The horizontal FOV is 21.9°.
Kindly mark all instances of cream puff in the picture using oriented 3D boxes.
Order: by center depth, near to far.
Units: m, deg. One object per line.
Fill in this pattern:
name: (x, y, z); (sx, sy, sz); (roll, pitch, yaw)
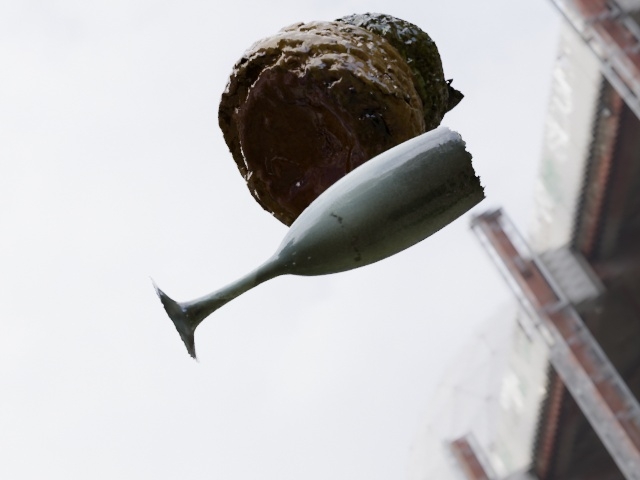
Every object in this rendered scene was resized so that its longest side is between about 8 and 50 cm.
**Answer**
cream puff: (0.035, -0.105, 1.330); (0.169, 0.183, 0.183); (-38, -28, -43)

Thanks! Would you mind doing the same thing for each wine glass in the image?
wine glass: (0.000, 0.000, 0.968); (0.198, 0.066, 0.066); (-29, -41, -3)
